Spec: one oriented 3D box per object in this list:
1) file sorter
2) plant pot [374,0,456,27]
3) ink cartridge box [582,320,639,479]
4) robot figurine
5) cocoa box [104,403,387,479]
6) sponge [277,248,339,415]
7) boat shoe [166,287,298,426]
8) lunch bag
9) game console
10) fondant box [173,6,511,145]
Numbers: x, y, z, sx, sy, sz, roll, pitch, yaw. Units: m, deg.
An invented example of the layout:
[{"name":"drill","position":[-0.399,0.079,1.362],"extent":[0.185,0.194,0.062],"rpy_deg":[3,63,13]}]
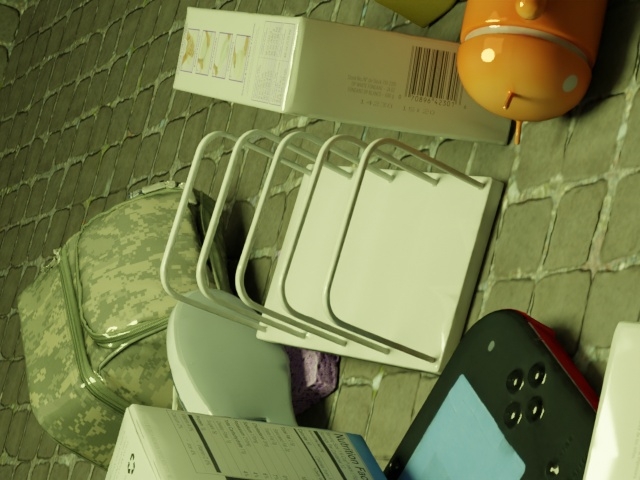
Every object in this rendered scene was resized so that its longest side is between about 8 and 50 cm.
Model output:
[{"name":"file sorter","position":[0.000,0.000,1.792],"extent":[0.277,0.173,0.193],"rpy_deg":[7,77,50]},{"name":"plant pot","position":[0.112,-0.289,1.971],"extent":[0.083,0.081,0.081],"rpy_deg":[-23,51,48]},{"name":"ink cartridge box","position":[0.287,0.197,1.258],"extent":[0.239,0.060,0.275],"rpy_deg":[3,73,40]},{"name":"robot figurine","position":[0.194,-0.201,1.673],"extent":[0.158,0.128,0.219],"rpy_deg":[-15,58,58]},{"name":"cocoa box","position":[-0.080,0.350,1.562],"extent":[0.231,0.228,0.347],"rpy_deg":[-124,49,-58]},{"name":"sponge","position":[-0.016,0.084,2.008],"extent":[0.117,0.031,0.210],"rpy_deg":[-38,39,50]},{"name":"boat shoe","position":[-0.085,0.225,1.906],"extent":[0.156,0.136,0.367],"rpy_deg":[-61,43,37]},{"name":"lunch bag","position":[-0.205,0.096,2.203],"extent":[0.256,0.212,0.305],"rpy_deg":[-42,33,17]},{"name":"game console","position":[0.125,0.280,1.529],"extent":[0.386,0.060,0.342],"rpy_deg":[-62,25,19]},{"name":"fondant box","position":[0.018,-0.169,1.866],"extent":[0.330,0.238,0.096],"rpy_deg":[-162,80,-66]}]
